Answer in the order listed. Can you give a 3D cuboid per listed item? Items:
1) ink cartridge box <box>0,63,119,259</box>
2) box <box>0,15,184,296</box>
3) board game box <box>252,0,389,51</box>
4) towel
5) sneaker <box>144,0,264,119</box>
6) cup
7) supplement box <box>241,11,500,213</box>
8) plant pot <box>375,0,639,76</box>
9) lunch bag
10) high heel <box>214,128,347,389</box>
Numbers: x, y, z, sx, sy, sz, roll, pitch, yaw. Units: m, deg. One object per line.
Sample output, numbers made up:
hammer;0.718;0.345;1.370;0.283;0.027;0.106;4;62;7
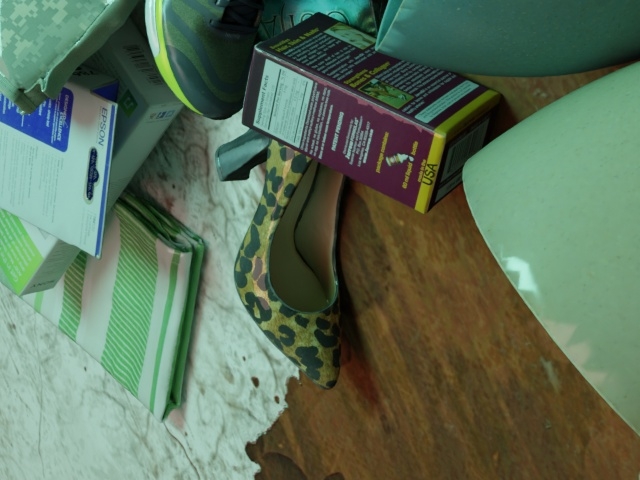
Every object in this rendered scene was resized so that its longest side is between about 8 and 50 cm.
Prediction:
ink cartridge box;-0.298;-0.112;1.856;0.333;0.065;0.165;27;115;39
box;-0.288;-0.127;1.928;0.322;0.058;0.232;-49;65;37
board game box;-0.009;-0.199;1.648;0.186;0.026;0.126;3;108;47
towel;-0.254;0.025;2.012;0.325;0.038;0.247;35;131;33
sneaker;-0.073;-0.252;1.600;0.121;0.111;0.299;14;104;41
cup;0.292;-0.011;1.211;0.237;0.331;0.331;-44;70;19
supplement box;0.041;-0.111;1.539;0.188;0.104;0.080;27;126;21
plant pot;0.181;-0.231;1.268;0.195;0.290;0.290;22;131;-4
lunch bag;-0.274;-0.277;1.731;0.235;0.169;0.287;-46;63;2
high heel;0.000;0.000;1.676;0.186;0.093;0.261;-26;83;50
